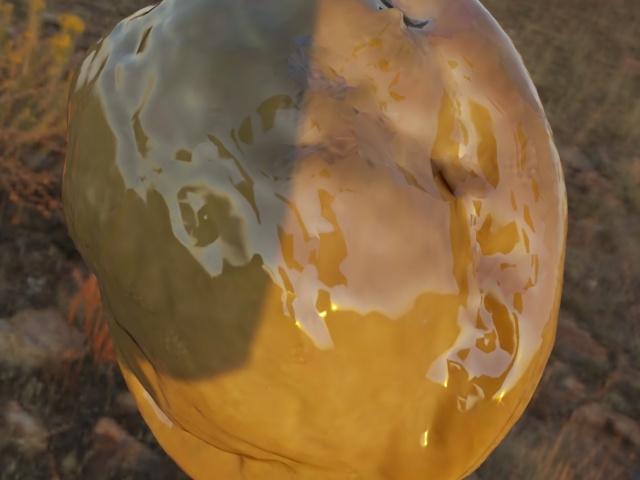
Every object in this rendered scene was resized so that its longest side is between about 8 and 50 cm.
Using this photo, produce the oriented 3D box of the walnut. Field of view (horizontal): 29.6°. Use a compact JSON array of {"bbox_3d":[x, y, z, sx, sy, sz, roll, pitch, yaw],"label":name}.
[{"bbox_3d":[0.000,-0.011,0.849,0.383,0.383,0.383,16,20,-6],"label":"walnut"}]
